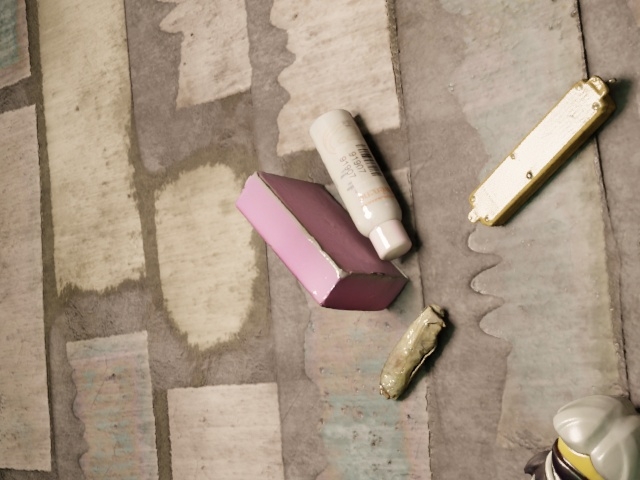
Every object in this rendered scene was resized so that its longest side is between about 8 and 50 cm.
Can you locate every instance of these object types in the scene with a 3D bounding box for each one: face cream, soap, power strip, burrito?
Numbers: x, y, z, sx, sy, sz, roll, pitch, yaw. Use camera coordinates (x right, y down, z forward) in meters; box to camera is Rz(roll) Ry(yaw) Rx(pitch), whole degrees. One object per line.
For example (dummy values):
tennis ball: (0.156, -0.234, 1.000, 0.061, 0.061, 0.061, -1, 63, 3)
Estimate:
face cream: (0.069, -0.088, 1.850, 0.082, 0.082, 0.269, -42, 62, 32)
soap: (-0.001, 0.002, 1.841, 0.259, 0.181, 0.081, 47, 114, 31)
power strip: (0.325, -0.129, 1.657, 0.305, 0.044, 0.064, -49, 58, 30)
burrito: (0.143, 0.183, 1.799, 0.188, 0.045, 0.058, -58, 30, 26)

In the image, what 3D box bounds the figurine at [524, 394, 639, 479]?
figurine: (0.366, 0.325, 1.543, 0.176, 0.133, 0.236, 40, 116, 25)
